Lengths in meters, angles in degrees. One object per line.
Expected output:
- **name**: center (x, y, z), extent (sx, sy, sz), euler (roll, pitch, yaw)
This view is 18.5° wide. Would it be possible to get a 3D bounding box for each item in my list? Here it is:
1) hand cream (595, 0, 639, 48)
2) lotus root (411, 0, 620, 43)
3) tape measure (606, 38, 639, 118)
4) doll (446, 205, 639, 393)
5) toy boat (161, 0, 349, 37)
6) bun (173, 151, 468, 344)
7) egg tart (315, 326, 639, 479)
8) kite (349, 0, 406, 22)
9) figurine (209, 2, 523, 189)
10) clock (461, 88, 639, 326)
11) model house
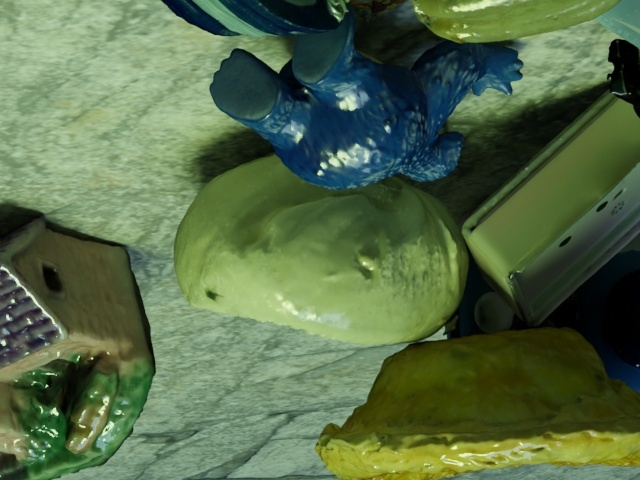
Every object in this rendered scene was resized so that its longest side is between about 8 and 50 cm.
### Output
- **hand cream**: center (0.249, -0.211, 1.350), extent (0.091, 0.058, 0.271), euler (31, 152, -4)
- **lotus root**: center (0.149, -0.187, 1.339), extent (0.183, 0.077, 0.090), euler (-12, 153, 16)
- **tape measure**: center (0.345, -0.139, 1.506), extent (0.186, 0.112, 0.199), euler (22, 151, -39)
- **doll**: center (0.281, 0.080, 1.889), extent (0.309, 0.240, 0.284), euler (-1, 173, -3)
- **toy boat**: center (0.016, -0.203, 1.264), extent (0.291, 0.070, 0.210), euler (-7, 154, 4)
- **bun**: center (0.000, 0.000, 1.669), extent (0.259, 0.160, 0.259), euler (9, 179, 0)
- **egg tart**: center (0.146, 0.142, 1.691), extent (0.318, 0.128, 0.319), euler (-5, 173, -1)
- **kite**: center (0.035, -0.208, 1.361), extent (0.198, 0.006, 0.244), euler (-7, 159, -5)
- **figurine**: center (0.037, -0.089, 1.500), extent (0.164, 0.121, 0.262), euler (-26, 156, 38)
- **clock**: center (0.219, -0.028, 1.673), extent (0.192, 0.071, 0.147), euler (-42, 157, -3)
- **model house**: center (-0.313, 0.105, 1.776), extent (0.237, 0.202, 0.237), euler (-21, 156, 30)
